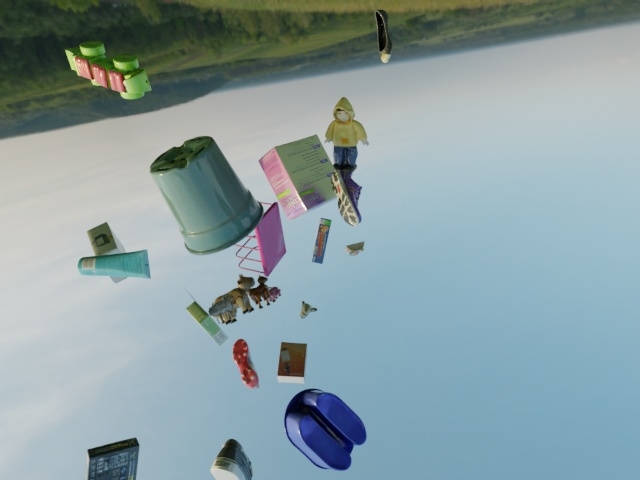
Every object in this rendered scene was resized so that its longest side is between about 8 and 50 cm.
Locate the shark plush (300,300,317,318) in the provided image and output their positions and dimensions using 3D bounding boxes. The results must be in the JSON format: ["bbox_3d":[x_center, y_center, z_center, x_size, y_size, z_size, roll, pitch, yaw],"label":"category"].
[{"bbox_3d":[-0.074,0.300,1.914,0.073,0.067,0.161,31,172,-14],"label":"shark plush"}]

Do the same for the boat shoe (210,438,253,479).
[{"bbox_3d":[-0.244,0.675,1.292,0.108,0.301,0.102,5,-137,13],"label":"boat shoe"}]

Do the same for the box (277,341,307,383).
[{"bbox_3d":[-0.132,0.584,2.119,0.130,0.091,0.170,2,-127,2],"label":"box"}]

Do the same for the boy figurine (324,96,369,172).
[{"bbox_3d":[0.100,-0.400,1.698,0.177,0.285,0.092,13,-139,16],"label":"boy figurine"}]

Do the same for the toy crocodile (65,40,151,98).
[{"bbox_3d":[-0.626,-0.494,1.297,0.341,0.115,0.105,25,-135,18],"label":"toy crocodile"}]

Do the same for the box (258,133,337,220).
[{"bbox_3d":[-0.062,-0.226,1.581,0.213,0.243,0.117,-29,-178,-41],"label":"box"}]

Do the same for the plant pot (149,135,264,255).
[{"bbox_3d":[-0.433,-0.182,1.646,0.341,0.334,0.341,-17,-146,12],"label":"plant pot"}]

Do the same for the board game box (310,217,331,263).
[{"bbox_3d":[0.000,0.000,1.402,0.035,0.136,0.201,12,180,-2],"label":"board game box"}]

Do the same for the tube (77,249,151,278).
[{"bbox_3d":[-0.561,0.067,1.215,0.207,0.080,0.052,-2,-167,14],"label":"tube"}]

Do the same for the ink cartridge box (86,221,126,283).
[{"bbox_3d":[-0.850,0.049,1.796,0.093,0.154,0.212,-29,-136,-15],"label":"ink cartridge box"}]

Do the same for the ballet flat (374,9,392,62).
[{"bbox_3d":[0.209,-0.694,1.511,0.049,0.173,0.057,-12,-173,-36],"label":"ballet flat"}]

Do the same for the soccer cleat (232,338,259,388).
[{"bbox_3d":[-0.335,0.557,1.998,0.083,0.095,0.248,-27,-133,-5],"label":"soccer cleat"}]

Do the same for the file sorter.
[{"bbox_3d":[-0.300,-0.017,2.077,0.182,0.290,0.202,9,-142,21],"label":"file sorter"}]

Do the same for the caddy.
[{"bbox_3d":[0.015,0.749,1.765,0.241,0.341,0.179,-48,-172,-31],"label":"caddy"}]

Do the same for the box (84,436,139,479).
[{"bbox_3d":[-0.815,0.904,1.730,0.183,0.232,0.059,0,-164,-37],"label":"box"}]

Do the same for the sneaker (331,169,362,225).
[{"bbox_3d":[0.081,-0.117,1.146,0.071,0.068,0.170,-6,-118,-17],"label":"sneaker"}]

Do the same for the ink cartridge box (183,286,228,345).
[{"bbox_3d":[-0.481,0.303,1.786,0.056,0.171,0.235,-43,-133,-18],"label":"ink cartridge box"}]

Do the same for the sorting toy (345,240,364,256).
[{"bbox_3d":[0.147,0.045,1.880,0.083,0.075,0.044,-14,-116,-12],"label":"sorting toy"}]

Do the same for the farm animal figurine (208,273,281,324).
[{"bbox_3d":[-0.354,0.251,2.040,0.327,0.172,0.330,-29,170,-11],"label":"farm animal figurine"}]
